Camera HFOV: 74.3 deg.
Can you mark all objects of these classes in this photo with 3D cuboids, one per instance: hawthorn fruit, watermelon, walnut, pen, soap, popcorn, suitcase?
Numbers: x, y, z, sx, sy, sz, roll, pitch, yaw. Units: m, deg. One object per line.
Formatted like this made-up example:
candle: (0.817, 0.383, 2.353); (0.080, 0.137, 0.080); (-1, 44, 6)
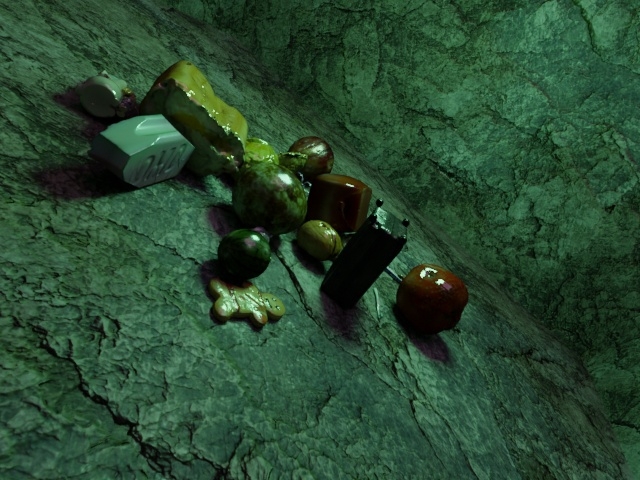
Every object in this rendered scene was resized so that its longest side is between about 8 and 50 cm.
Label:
hawthorn fruit: (0.432, 0.226, 1.695); (0.300, 0.275, 0.275); (37, 21, 19)
watermelon: (-0.197, 0.041, 1.188); (0.187, 0.140, 0.140); (17, 33, -48)
walnut: (0.000, 0.000, 1.560); (0.144, 0.144, 0.180); (15, 21, -47)
pen: (0.365, 0.183, 1.957); (0.204, 0.025, 0.025); (42, 23, 0)
soap: (-0.488, -0.247, 1.180); (0.109, 0.192, 0.324); (41, 23, 0)
popcorn: (-0.267, -0.302, 1.648); (0.205, 0.183, 0.221); (0, 39, -13)
suitcase: (0.153, 0.046, 1.476); (0.152, 0.335, 0.229); (37, 23, 0)

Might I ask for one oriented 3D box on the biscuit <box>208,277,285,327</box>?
biscuit: (-0.189, 0.164, 1.125); (0.235, 0.030, 0.153); (20, 33, -40)

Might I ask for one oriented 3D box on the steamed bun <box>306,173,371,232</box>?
steamed bun: (0.068, -0.163, 1.791); (0.249, 0.234, 0.379); (14, 11, 13)

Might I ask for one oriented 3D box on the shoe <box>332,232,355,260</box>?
shoe: (0.117, 0.037, 1.734); (0.262, 0.128, 0.140); (36, 9, -18)

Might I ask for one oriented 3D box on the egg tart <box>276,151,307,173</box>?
egg tart: (-0.166, -0.330, 1.884); (0.252, 0.232, 0.098); (152, -73, -85)

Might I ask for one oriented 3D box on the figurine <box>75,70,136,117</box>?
figurine: (-0.687, -0.485, 1.390); (0.155, 0.127, 0.235); (12, 29, -17)

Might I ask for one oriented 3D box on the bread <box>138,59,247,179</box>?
bread: (-0.442, -0.418, 1.488); (0.361, 0.250, 0.394); (44, 18, -32)

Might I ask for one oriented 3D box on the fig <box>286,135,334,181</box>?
fig: (-0.055, -0.406, 2.109); (0.263, 0.224, 0.223); (15, 34, -39)

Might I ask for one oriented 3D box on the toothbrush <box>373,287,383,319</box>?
toothbrush: (0.221, 0.241, 1.637); (0.017, 0.022, 0.204); (38, 20, -16)

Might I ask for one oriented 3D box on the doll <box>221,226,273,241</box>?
doll: (-0.225, -0.004, 1.319); (0.180, 0.079, 0.094); (-8, 27, -44)

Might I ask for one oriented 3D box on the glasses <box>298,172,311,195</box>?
glasses: (-0.115, -0.260, 2.000); (0.104, 0.062, 0.140); (-26, 68, -42)

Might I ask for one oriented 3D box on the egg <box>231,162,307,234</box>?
egg: (-0.161, -0.133, 1.431); (0.290, 0.238, 0.238); (29, 24, -46)
